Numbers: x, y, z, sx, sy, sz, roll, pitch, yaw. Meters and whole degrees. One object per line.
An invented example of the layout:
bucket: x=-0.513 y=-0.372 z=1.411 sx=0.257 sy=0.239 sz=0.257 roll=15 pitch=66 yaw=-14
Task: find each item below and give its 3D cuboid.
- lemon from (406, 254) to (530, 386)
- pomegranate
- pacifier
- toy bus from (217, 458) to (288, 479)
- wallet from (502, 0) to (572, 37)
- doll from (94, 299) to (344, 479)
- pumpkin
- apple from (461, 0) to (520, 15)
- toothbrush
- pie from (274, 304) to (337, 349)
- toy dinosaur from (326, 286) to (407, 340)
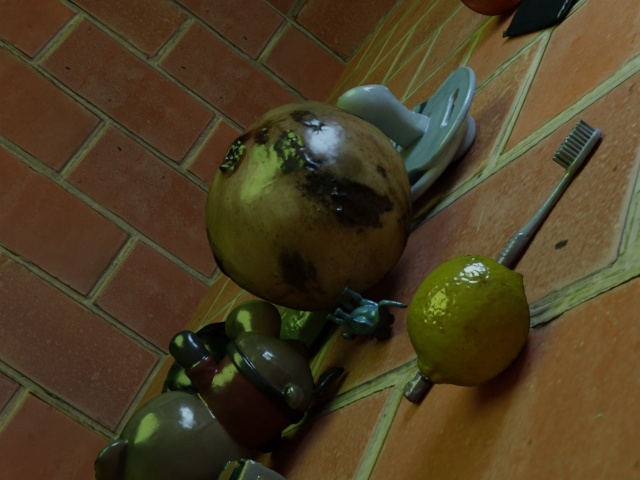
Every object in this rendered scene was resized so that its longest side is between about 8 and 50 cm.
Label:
lemon: x=0.133 y=0.074 z=0.772 sx=0.133 sy=0.109 sz=0.109 roll=-49 pitch=10 yaw=-6
pomegranate: x=-0.020 y=-0.049 z=1.220 sx=0.322 sy=0.322 sz=0.322 roll=-52 pitch=11 yaw=14
pacifier: x=0.121 y=-0.176 z=1.341 sx=0.279 sy=0.207 sz=0.228 roll=-39 pitch=23 yaw=56
toy bus: x=-0.098 y=0.345 z=0.983 sx=0.103 sy=0.091 sz=0.182 roll=-38 pitch=21 yaw=52
wallet: x=0.430 y=-0.488 z=1.417 sx=0.323 sy=0.041 sz=0.247 roll=-57 pitch=10 yaw=2
doll: x=-0.129 y=0.247 z=1.137 sx=0.330 sy=0.235 sz=0.174 roll=-46 pitch=37 yaw=-11
pumpkin: x=-0.158 y=0.233 z=1.333 sx=0.221 sy=0.161 sz=0.221 roll=-57 pitch=-17 yaw=-28
apple: x=0.337 y=-0.518 z=1.656 sx=0.163 sy=0.139 sz=0.163 roll=-54 pitch=9 yaw=13
toothbrush: x=0.190 y=0.021 z=0.903 sx=0.354 sy=0.029 sz=0.024 roll=-55 pitch=-3 yaw=-2
pie: x=-0.010 y=0.088 z=1.460 sx=0.306 sy=0.071 sz=0.306 roll=-54 pitch=7 yaw=10
toy dinosaur: x=0.056 y=0.099 z=1.106 sx=0.045 sy=0.080 sz=0.197 roll=-65 pitch=9 yaw=-25
